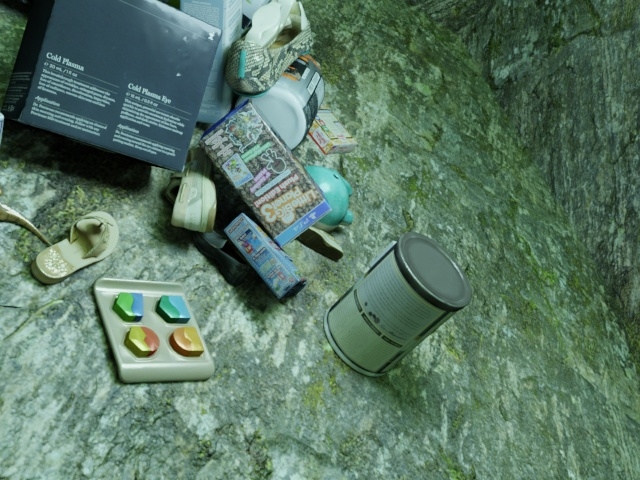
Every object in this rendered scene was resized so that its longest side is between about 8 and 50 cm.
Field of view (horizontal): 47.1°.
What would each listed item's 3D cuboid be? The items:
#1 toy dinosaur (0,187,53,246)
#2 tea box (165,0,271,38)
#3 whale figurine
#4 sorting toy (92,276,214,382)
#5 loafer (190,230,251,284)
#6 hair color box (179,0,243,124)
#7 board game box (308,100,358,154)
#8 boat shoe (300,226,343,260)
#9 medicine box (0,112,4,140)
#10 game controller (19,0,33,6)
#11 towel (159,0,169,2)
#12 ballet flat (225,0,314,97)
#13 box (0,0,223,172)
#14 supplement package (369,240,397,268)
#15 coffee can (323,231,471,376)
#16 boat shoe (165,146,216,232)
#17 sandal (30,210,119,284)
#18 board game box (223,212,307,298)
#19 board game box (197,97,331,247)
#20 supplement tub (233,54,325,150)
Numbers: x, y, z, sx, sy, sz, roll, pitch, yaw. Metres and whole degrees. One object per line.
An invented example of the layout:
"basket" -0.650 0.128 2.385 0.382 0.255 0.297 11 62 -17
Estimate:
"toy dinosaur" -0.571 -0.058 1.275 0.211 0.064 0.112 13 74 -45
"tea box" -0.321 -0.664 2.007 0.329 0.323 0.220 38 32 -5
"whale figurine" 0.018 -0.134 1.921 0.216 0.141 0.272 45 31 4
"sorting toy" -0.296 0.156 1.324 0.193 0.038 0.208 8 46 -43
"loafer" -0.209 0.014 1.567 0.170 0.061 0.062 46 33 7
"hair color box" -0.269 -0.498 1.817 0.113 0.374 0.185 10 34 3
"board game box" 0.011 -0.354 2.269 0.193 0.045 0.146 53 33 16
"boat shoe" 0.000 0.000 1.835 0.135 0.050 0.045 38 27 -27
"medicine box" -0.690 -0.178 1.113 0.263 0.149 0.289 45 49 3
"game controller" -0.714 -0.625 1.707 0.319 0.067 0.166 23 31 -56
"towel" -0.519 -0.650 1.793 0.284 0.235 0.121 61 41 -66
"ballet flat" -0.114 -0.529 1.888 0.164 0.182 0.483 13 34 9
"box" -0.419 -0.339 1.490 0.343 0.313 0.179 17 0 -36
"supplement package" 0.228 0.104 1.903 0.105 0.105 0.179 3 49 -45
"coffee can" 0.165 0.144 1.623 0.201 0.275 0.201 29 34 -22
"boat shoe" -0.287 -0.120 1.602 0.098 0.109 0.302 3 34 -15
"sandal" -0.419 -0.005 1.333 0.088 0.079 0.240 48 31 -7
"board game box" -0.113 0.032 1.579 0.194 0.060 0.194 48 5 6
"board game box" -0.125 -0.161 1.657 0.291 0.141 0.232 52 5 -13
"supplement tub" -0.103 -0.394 2.038 0.207 0.207 0.338 36 31 -12
